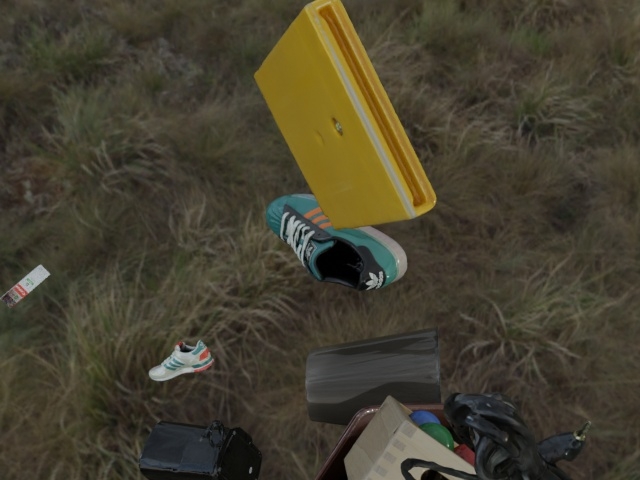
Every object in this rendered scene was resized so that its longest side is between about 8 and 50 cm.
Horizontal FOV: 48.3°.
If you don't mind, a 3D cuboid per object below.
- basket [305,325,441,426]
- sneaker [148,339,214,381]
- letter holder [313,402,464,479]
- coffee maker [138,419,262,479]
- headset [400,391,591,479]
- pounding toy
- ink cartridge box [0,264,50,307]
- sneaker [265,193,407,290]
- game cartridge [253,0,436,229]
[{"bbox_3d":[0.095,0.252,1.244,0.227,0.204,0.154,-3,17,9],"label":"basket"},{"bbox_3d":[-0.324,0.267,1.622,0.161,0.075,0.057,-15,16,16],"label":"sneaker"},{"bbox_3d":[0.171,0.373,1.091,0.302,0.214,0.152,10,30,-31],"label":"letter holder"},{"bbox_3d":[-0.214,0.362,1.229,0.178,0.171,0.120,-4,23,29],"label":"coffee maker"},{"bbox_3d":[0.135,0.193,0.194,0.243,0.185,0.394,-33,37,3],"label":"headset"},{"bbox_3d":[0.123,0.236,0.703,0.181,0.206,0.094,35,87,0],"label":"pounding toy"},{"bbox_3d":[-0.573,0.098,1.355,0.063,0.029,0.115,-29,18,41],"label":"ink cartridge box"},{"bbox_3d":[0.000,0.000,1.260,0.302,0.108,0.121,25,29,32],"label":"sneaker"},{"bbox_3d":[0.019,-0.153,0.997,0.053,0.285,0.324,-29,7,-14],"label":"game cartridge"}]
